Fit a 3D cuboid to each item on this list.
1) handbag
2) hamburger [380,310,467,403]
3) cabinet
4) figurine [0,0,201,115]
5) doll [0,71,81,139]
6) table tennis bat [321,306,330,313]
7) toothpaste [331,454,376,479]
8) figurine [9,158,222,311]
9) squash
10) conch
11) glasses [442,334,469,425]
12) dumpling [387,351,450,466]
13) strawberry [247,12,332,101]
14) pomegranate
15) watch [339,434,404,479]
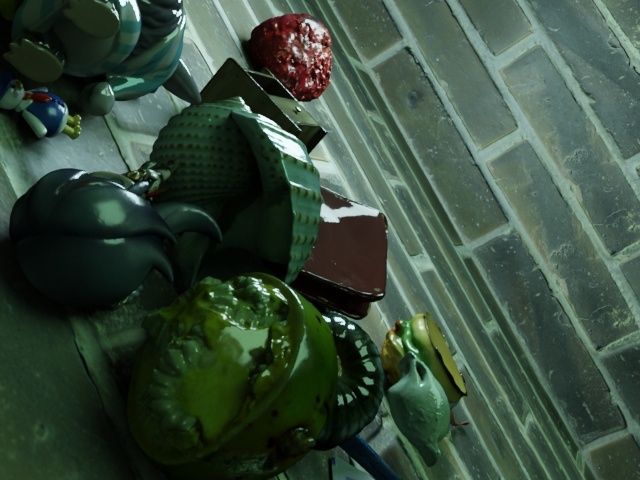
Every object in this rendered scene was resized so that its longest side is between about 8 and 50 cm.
[{"bbox_3d":[0.000,0.001,1.328,0.275,0.084,0.260,21,46,-17],"label":"handbag"},{"bbox_3d":[0.222,0.281,1.540,0.237,0.149,0.237,58,14,-24],"label":"hamburger"},{"bbox_3d":[-0.122,-0.255,1.421,0.215,0.148,0.175,47,19,8],"label":"cabinet"},{"bbox_3d":[-0.283,-0.320,1.040,0.378,0.266,0.361,36,29,-48],"label":"figurine"},{"bbox_3d":[-0.392,-0.183,0.911,0.143,0.058,0.099,30,34,-42],"label":"doll"},{"bbox_3d":[0.051,0.106,1.409,0.107,0.119,0.170,54,19,-67],"label":"table tennis bat"},{"bbox_3d":[0.150,0.500,1.186,0.371,0.080,0.125,40,27,-30],"label":"toothpaste"},{"bbox_3d":[-0.255,-0.018,0.838,0.265,0.175,0.197,-10,75,-60],"label":"figurine"},{"bbox_3d":[-0.003,0.216,1.046,0.218,0.172,0.218,9,76,-36],"label":"squash"},{"bbox_3d":[-0.114,-0.056,1.038,0.215,0.303,0.319,-24,115,-50],"label":"conch"},{"bbox_3d":[0.301,0.374,1.753,0.268,0.118,0.234,65,7,-51],"label":"glasses"},{"bbox_3d":[0.176,0.329,1.315,0.108,0.153,0.219,3,72,-36],"label":"dumpling"},{"bbox_3d":[-0.065,-0.518,1.886,0.274,0.220,0.274,43,26,-27],"label":"strawberry"},{"bbox_3d":[-0.115,0.153,0.835,0.260,0.260,0.340,45,0,-33],"label":"pomegranate"},{"bbox_3d":[0.062,0.335,1.235,0.274,0.068,0.276,36,29,-55],"label":"watch"}]
